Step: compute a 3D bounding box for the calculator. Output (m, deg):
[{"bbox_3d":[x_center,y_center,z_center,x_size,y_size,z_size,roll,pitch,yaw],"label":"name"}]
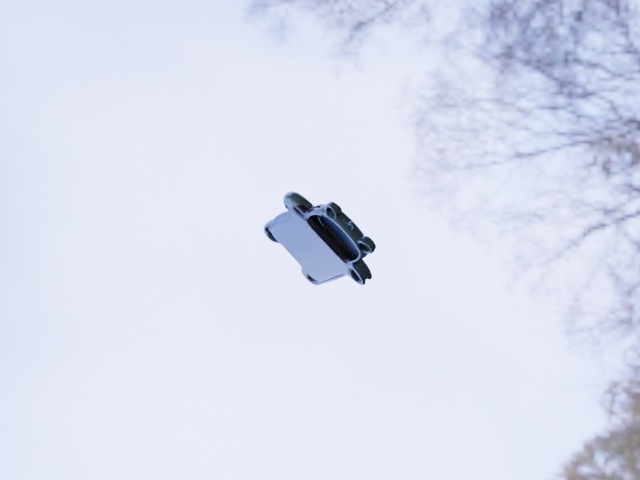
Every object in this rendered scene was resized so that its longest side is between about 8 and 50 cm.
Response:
[{"bbox_3d":[0.000,0.000,1.151,0.094,0.141,0.019,47,-111,-8],"label":"calculator"}]
